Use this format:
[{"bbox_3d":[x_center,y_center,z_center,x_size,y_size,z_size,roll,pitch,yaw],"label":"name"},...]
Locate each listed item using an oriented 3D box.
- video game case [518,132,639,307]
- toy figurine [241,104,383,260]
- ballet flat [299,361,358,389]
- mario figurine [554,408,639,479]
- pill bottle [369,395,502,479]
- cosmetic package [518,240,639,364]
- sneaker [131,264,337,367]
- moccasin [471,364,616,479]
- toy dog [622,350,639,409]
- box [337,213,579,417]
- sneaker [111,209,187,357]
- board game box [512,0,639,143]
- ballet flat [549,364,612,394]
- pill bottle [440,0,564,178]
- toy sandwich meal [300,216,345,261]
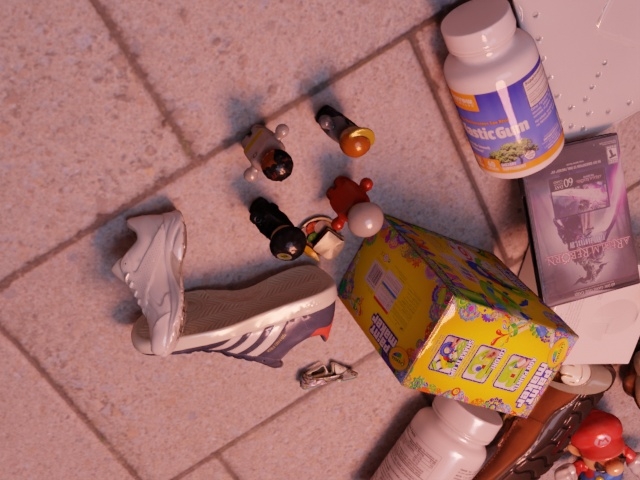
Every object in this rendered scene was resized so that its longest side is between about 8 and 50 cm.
[{"bbox_3d":[0.452,-0.036,1.749,0.196,0.026,0.274,-13,97,-15],"label":"video game case"},{"bbox_3d":[-0.012,-0.091,1.568,0.213,0.148,0.209,-14,122,-15],"label":"toy figurine"},{"bbox_3d":[0.016,0.245,1.839,0.114,0.041,0.041,-10,121,-19],"label":"ballet flat"},{"bbox_3d":[0.615,0.505,2.156,0.198,0.170,0.320,-53,141,-32],"label":"mario figurine"},{"bbox_3d":[0.222,0.428,1.955,0.160,0.160,0.283,24,106,-32],"label":"pill bottle"},{"bbox_3d":[0.496,0.110,1.906,0.225,0.138,0.224,2,116,-25],"label":"cosmetic package"},{"bbox_3d":[-0.136,0.159,1.670,0.350,0.131,0.148,-12,126,-13],"label":"sneaker"},{"bbox_3d":[0.431,0.365,2.034,0.139,0.147,0.380,23,104,-47],"label":"moccasin"},{"bbox_3d":[0.745,0.224,1.997,0.285,0.395,0.407,6,130,1],"label":"toy dog"},{"bbox_3d":[0.226,0.125,1.705,0.279,0.290,0.177,18,109,-29],"label":"box"},{"bbox_3d":[-0.265,0.067,1.548,0.115,0.232,0.090,-1,162,-4],"label":"sneaker"},{"bbox_3d":[0.508,-0.393,1.669,0.390,0.050,0.390,-29,127,-4],"label":"board game box"},{"bbox_3d":[0.455,0.251,1.940,0.068,0.213,0.072,39,65,-67],"label":"ballet flat"},{"bbox_3d":[0.287,-0.246,1.606,0.152,0.152,0.272,-32,125,-4],"label":"pill bottle"},{"bbox_3d":[0.000,0.000,1.696,0.086,0.029,0.085,-10,121,-18],"label":"toy sandwich meal"}]
